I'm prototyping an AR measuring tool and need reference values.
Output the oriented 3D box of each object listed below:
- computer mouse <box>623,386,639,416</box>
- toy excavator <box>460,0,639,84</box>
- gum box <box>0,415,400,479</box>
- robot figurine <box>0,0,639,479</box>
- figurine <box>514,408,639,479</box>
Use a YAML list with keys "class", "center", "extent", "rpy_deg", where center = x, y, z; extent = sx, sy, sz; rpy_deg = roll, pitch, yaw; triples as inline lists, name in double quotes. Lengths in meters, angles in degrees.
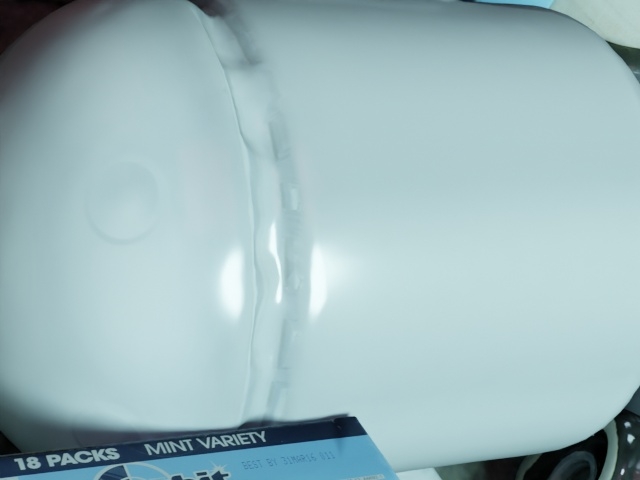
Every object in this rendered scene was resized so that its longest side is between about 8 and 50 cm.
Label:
- class: "computer mouse"
  center: [0.251, 0.122, 0.684]
  extent: [0.242, 0.041, 0.071]
  rpy_deg: [21, 41, -20]
- class: "toy excavator"
  center: [0.063, -0.336, 0.740]
  extent: [0.445, 0.222, 0.432]
  rpy_deg: [18, 57, -6]
- class: "gum box"
  center: [-0.067, 0.151, 0.431]
  extent: [0.157, 0.184, 0.041]
  rpy_deg: [-2, 32, -27]
- class: "robot figurine"
  center: [0.000, 0.000, 0.524]
  extent: [0.354, 0.200, 0.299]
  rpy_deg: [-2, 94, -27]
- class: "figurine"
  center: [0.173, 0.217, 0.568]
  extent: [0.209, 0.092, 0.214]
  rpy_deg: [32, 57, -12]
